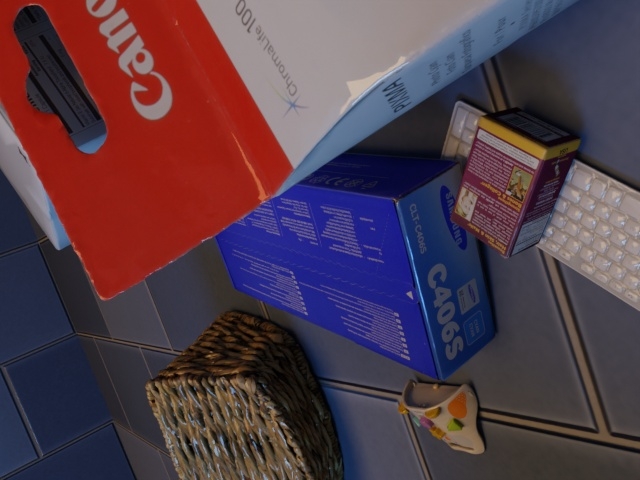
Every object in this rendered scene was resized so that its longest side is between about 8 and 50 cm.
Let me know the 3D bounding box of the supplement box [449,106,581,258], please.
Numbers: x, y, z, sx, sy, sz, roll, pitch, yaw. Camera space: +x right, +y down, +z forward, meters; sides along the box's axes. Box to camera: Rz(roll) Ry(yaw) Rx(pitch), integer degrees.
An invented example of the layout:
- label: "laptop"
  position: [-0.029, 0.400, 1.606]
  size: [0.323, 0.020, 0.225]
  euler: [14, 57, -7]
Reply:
- label: "supplement box"
  position: [0.130, -0.039, 0.429]
  size: [0.055, 0.043, 0.083]
  euler: [40, 134, 36]

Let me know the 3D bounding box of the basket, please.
- label: "basket"
  position: [-0.069, 0.264, 0.902]
  size: [0.213, 0.223, 0.300]
  euler: [-9, 105, 24]

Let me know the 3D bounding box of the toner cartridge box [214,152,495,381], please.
- label: "toner cartridge box"
  position: [0.000, 0.000, 0.626]
  size: [0.347, 0.075, 0.165]
  euler: [15, 130, 52]

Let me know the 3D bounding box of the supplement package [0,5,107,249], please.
- label: "supplement package"
  position: [-0.182, -0.163, 0.581]
  size: [0.198, 0.262, 0.199]
  euler: [54, 155, 5]

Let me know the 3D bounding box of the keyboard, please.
- label: "keyboard"
  position: [0.178, -0.012, 0.423]
  size: [0.256, 0.014, 0.072]
  euler: [39, 140, 36]

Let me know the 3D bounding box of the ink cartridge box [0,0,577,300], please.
- label: "ink cartridge box"
  position: [-0.062, -0.189, 0.364]
  size: [0.308, 0.384, 0.091]
  euler: [60, -171, 9]

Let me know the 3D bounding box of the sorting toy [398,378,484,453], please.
- label: "sorting toy"
  position: [0.123, 0.177, 0.618]
  size: [0.075, 0.045, 0.083]
  euler: [52, 151, -14]
